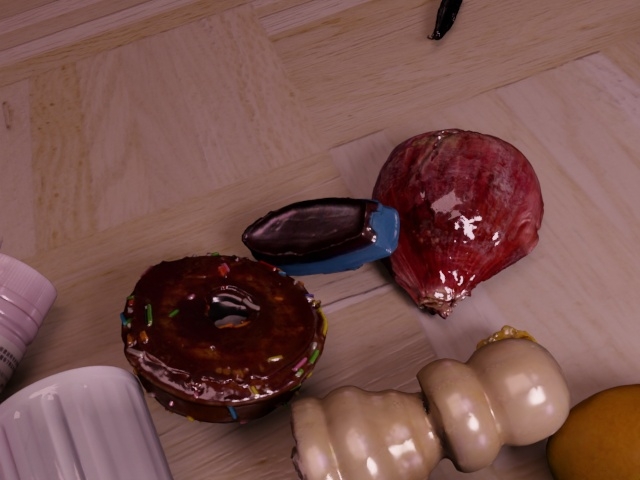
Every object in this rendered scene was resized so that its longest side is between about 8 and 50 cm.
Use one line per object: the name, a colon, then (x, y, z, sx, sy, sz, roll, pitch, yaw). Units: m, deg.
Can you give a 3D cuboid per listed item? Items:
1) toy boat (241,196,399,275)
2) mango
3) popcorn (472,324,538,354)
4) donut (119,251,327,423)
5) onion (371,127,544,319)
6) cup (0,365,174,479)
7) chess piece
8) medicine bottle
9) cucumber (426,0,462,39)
toy boat: (0.000, 0.000, 0.784, 0.223, 0.097, 0.100, -9, 60, 34)
mango: (0.339, 0.211, 0.529, 0.175, 0.139, 0.254, -40, 49, -22)
popcorn: (0.204, 0.137, 0.667, 0.082, 0.057, 0.083, -13, 54, 3)
donut: (-0.110, 0.110, 0.702, 0.235, 0.089, 0.235, 7, 37, -5)
onion: (0.166, -0.039, 0.775, 0.227, 0.120, 0.283, 0, 53, 18)
cup: (-0.237, 0.273, 0.618, 0.167, 0.221, 0.202, -6, 45, -38)
chess piece: (0.111, 0.179, 0.585, 0.261, 0.142, 0.142, -21, 51, 3)
medicine bottle: (-0.448, 0.144, 0.753, 0.133, 0.133, 0.249, 7, 56, 17)
cucumber: (0.228, -0.403, 1.093, 0.039, 0.043, 0.163, -8, 48, 40)
